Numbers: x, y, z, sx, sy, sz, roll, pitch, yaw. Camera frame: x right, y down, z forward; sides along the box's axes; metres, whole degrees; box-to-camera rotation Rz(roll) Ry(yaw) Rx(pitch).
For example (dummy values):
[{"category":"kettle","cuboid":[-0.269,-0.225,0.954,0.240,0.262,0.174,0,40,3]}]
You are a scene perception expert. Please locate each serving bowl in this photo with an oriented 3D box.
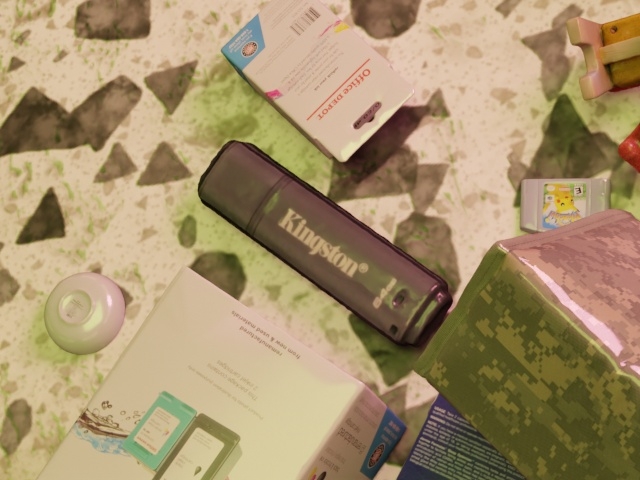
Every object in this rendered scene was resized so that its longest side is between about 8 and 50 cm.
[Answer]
[{"category":"serving bowl","cuboid":[-0.235,0.068,1.499,0.083,0.027,0.083,-4,72,14]}]

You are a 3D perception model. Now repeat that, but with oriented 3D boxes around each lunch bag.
[{"category":"lunch bag","cuboid":[0.258,0.103,1.252,0.235,0.287,0.169,44,123,24]}]

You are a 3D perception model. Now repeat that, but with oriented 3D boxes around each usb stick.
[{"category":"usb stick","cuboid":[0.000,0.000,1.451,0.278,0.045,0.077,36,83,22]}]

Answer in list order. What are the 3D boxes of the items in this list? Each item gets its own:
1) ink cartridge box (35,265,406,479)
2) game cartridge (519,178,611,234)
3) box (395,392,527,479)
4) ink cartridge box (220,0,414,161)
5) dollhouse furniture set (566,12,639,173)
[{"category":"ink cartridge box","cuboid":[-0.093,0.204,1.326,0.197,0.198,0.270,32,83,21]},{"category":"game cartridge","cuboid":[0.227,-0.030,1.419,0.083,0.017,0.056,-1,76,15]},{"category":"box","cuboid":[0.126,0.237,1.335,0.136,0.036,0.225,22,80,29]},{"category":"ink cartridge box","cuboid":[0.003,-0.156,1.492,0.104,0.061,0.181,-44,67,-2]},{"category":"dollhouse furniture set","cuboid":[0.428,-0.141,1.333,0.374,0.152,0.201,-12,90,37]}]
